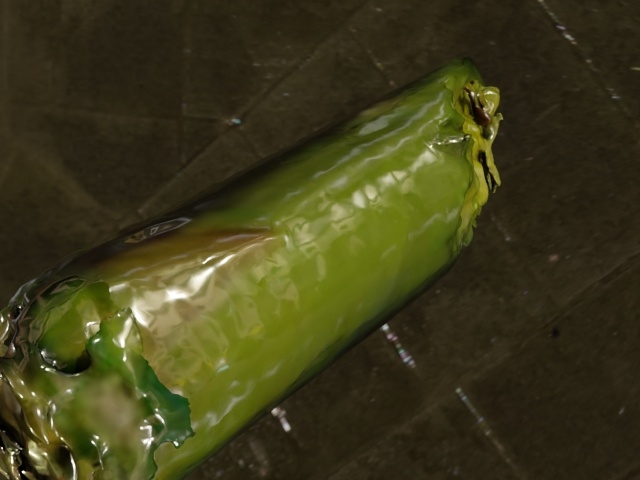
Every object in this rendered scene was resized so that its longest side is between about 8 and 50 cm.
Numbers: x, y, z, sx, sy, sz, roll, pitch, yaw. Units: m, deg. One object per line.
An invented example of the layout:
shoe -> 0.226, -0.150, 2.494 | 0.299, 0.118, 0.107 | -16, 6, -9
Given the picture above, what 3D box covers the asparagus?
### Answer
asparagus -> 0.000, 0.000, 0.554 | 0.108, 0.382, 0.128 | 59, 145, -2
